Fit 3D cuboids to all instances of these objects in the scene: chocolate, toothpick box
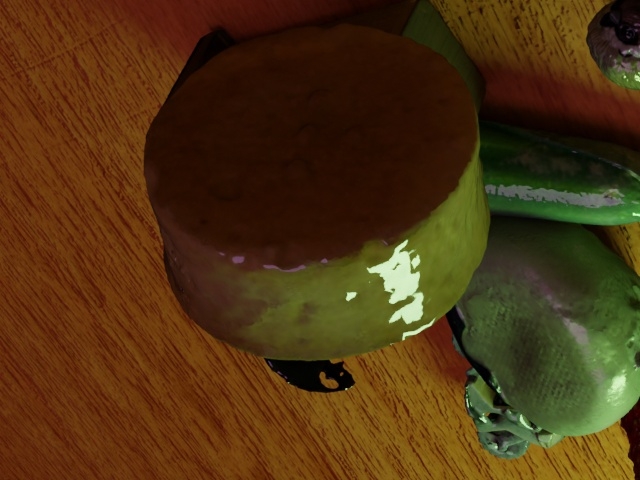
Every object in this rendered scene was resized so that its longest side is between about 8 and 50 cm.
[{"bbox_3d":[0.275,-0.064,1.864,0.291,0.110,0.110,9,142,23],"label":"chocolate"},{"bbox_3d":[0.003,-0.138,1.898,0.308,0.187,0.190,-12,128,40],"label":"toothpick box"}]

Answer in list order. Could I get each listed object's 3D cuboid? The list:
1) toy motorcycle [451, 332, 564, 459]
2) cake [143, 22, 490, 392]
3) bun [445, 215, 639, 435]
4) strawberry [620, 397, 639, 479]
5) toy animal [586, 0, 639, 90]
[{"bbox_3d":[0.248,0.188,2.236,0.129,0.094,0.229,2,126,28],"label":"toy motorcycle"},{"bbox_3d":[0.008,0.002,1.670,0.332,0.332,0.321,14,144,22],"label":"cake"},{"bbox_3d":[0.276,0.074,1.991,0.283,0.179,0.283,36,148,27],"label":"bun"},{"bbox_3d":[0.436,0.249,2.098,0.234,0.178,0.234,20,140,18],"label":"strawberry"},{"bbox_3d":[0.324,-0.189,1.672,0.137,0.098,0.098,16,152,-22],"label":"toy animal"}]
